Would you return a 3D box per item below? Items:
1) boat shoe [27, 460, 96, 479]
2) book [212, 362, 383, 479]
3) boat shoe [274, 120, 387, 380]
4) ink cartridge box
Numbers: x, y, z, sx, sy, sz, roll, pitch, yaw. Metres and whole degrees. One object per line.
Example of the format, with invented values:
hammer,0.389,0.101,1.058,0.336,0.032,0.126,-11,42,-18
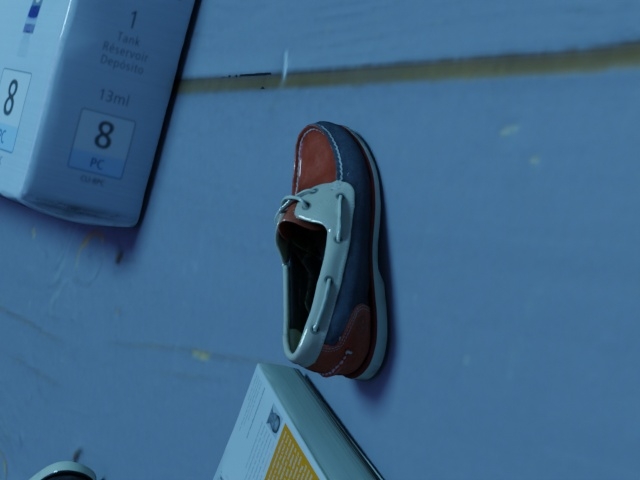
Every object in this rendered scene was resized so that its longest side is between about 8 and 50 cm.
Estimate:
boat shoe,-0.178,0.182,0.884,0.133,0.049,0.042,-43,37,35
book,-0.011,0.133,0.657,0.144,0.035,0.096,50,123,53
boat shoe,0.000,0.000,0.680,0.049,0.043,0.137,-41,45,46
ink cartridge box,-0.174,-0.220,0.995,0.308,0.091,0.385,18,95,58
